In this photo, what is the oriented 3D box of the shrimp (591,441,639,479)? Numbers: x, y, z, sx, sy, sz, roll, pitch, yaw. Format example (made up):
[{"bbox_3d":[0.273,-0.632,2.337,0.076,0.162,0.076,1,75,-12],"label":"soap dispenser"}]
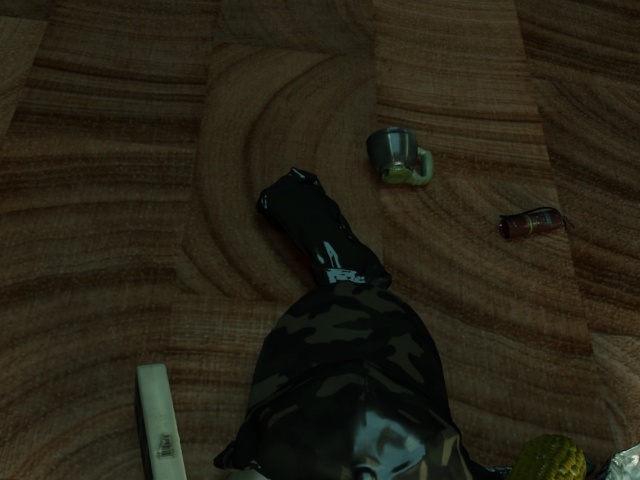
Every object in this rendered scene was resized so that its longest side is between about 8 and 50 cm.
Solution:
[{"bbox_3d":[0.365,0.394,1.143,0.166,0.221,0.410,-15,18,21],"label":"shrimp"}]

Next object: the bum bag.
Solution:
[{"bbox_3d":[0.000,0.000,1.506,0.142,0.080,0.326,-10,47,-28],"label":"bum bag"}]

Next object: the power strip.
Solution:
[{"bbox_3d":[-0.189,0.322,1.150,0.043,0.106,0.367,-5,49,-17],"label":"power strip"}]

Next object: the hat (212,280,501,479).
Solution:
[{"bbox_3d":[0.051,0.177,1.210,0.366,0.257,0.382,4,58,-5],"label":"hat"}]

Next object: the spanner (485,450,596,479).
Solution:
[{"bbox_3d":[0.229,0.325,1.277,0.325,0.026,0.093,-2,47,-10],"label":"spanner"}]

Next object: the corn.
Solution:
[{"bbox_3d":[0.271,0.317,1.150,0.091,0.091,0.260,34,23,14],"label":"corn"}]

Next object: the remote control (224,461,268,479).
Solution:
[{"bbox_3d":[-0.057,0.296,1.236,0.103,0.051,0.293,22,45,16],"label":"remote control"}]

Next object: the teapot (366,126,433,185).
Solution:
[{"bbox_3d":[0.147,-0.146,1.657,0.124,0.092,0.091,-4,65,-5],"label":"teapot"}]

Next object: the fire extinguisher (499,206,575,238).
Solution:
[{"bbox_3d":[0.379,-0.031,1.625,0.132,0.039,0.056,-10,59,-19],"label":"fire extinguisher"}]
